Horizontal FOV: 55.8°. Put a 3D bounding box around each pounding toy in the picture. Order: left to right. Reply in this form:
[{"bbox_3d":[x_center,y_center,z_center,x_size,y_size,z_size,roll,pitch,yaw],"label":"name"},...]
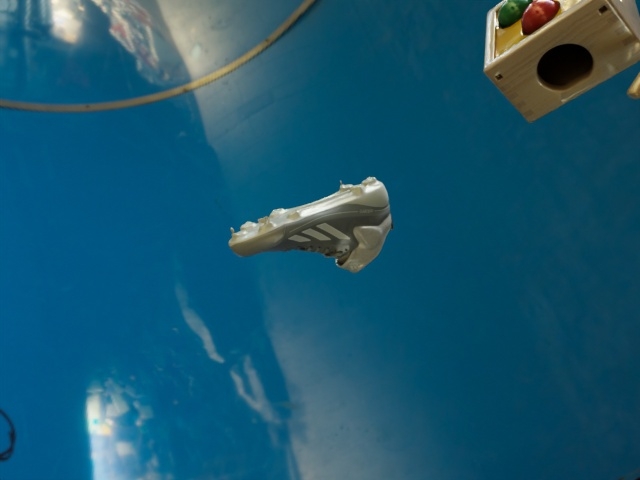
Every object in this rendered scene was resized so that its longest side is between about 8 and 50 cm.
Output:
[{"bbox_3d":[0.262,-0.212,0.574,0.206,0.094,0.181,-30,-149,40],"label":"pounding toy"}]

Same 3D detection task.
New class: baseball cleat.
[{"bbox_3d":[0.000,0.000,0.705,0.072,0.205,0.110,19,-51,66],"label":"baseball cleat"}]
